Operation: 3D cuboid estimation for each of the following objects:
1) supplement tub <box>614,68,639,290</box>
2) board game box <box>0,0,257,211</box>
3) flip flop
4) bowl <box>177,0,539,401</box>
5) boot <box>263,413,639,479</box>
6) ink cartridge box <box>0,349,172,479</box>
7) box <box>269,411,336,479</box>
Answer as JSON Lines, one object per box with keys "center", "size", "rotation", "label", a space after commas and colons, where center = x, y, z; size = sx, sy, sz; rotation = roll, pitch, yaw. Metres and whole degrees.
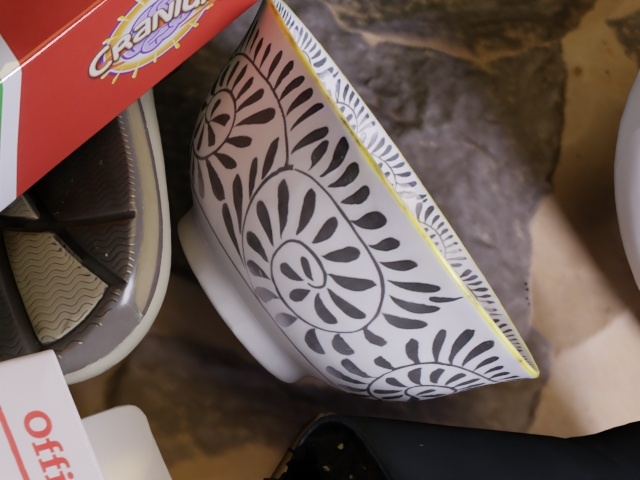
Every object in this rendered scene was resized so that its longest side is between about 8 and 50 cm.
{"center": [0.310, -0.063, 0.617], "size": [0.325, 0.235, 0.235], "rotation": [-33, 79, -37], "label": "supplement tub"}
{"center": [-0.157, -0.121, 0.441], "size": [0.242, 0.064, 0.316], "rotation": [41, 70, 15], "label": "board game box"}
{"center": [-0.091, -0.070, 0.517], "size": [0.080, 0.112, 0.277], "rotation": [39, 35, -54], "label": "flip flop"}
{"center": [0.000, 0.000, 0.503], "size": [0.080, 0.170, 0.170], "rotation": [-35, 76, 7], "label": "bowl"}
{"center": [0.101, 0.164, 0.432], "size": [0.207, 0.094, 0.247], "rotation": [0, 55, -34], "label": "boot"}
{"center": [-0.115, 0.105, 0.380], "size": [0.198, 0.067, 0.115], "rotation": [-14, 64, -30], "label": "ink cartridge box"}
{"center": [0.018, 0.178, 0.454], "size": [0.164, 0.021, 0.201], "rotation": [38, 50, -4], "label": "box"}
